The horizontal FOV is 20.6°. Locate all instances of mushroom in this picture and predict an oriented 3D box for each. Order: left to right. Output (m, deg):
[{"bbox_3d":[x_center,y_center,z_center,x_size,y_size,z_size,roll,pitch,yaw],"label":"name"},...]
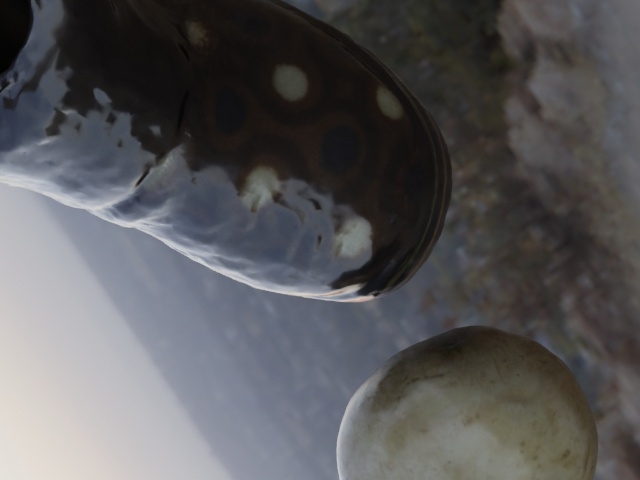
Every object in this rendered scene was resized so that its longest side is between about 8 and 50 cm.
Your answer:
[{"bbox_3d":[0.093,0.133,1.117,0.166,0.166,0.127,58,-173,-18],"label":"mushroom"}]

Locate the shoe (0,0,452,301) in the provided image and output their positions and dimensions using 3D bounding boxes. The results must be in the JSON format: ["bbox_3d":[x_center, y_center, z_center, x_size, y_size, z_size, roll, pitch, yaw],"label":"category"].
[{"bbox_3d":[-0.113,-0.090,1.060,0.384,0.171,0.237,32,-167,15],"label":"shoe"}]
